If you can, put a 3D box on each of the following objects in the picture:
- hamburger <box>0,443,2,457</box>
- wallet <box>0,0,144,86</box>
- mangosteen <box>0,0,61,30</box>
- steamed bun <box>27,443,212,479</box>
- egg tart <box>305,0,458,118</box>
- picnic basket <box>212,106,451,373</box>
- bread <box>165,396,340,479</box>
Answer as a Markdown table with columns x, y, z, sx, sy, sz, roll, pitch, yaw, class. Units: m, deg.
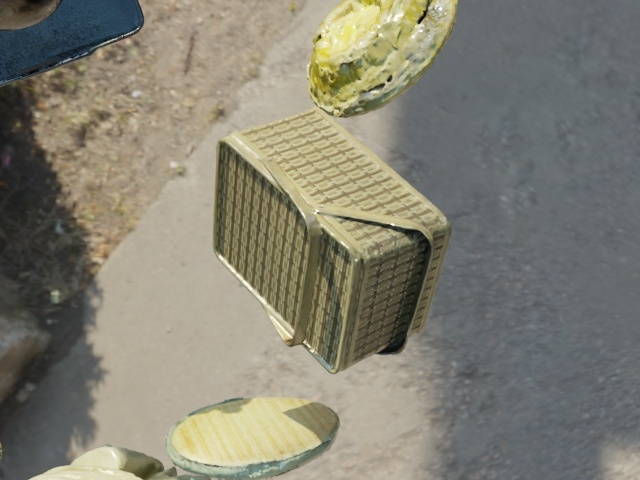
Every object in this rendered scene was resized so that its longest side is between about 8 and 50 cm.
| x | y | z | sx | sy | sz | roll | pitch | yaw | class |
| --- | --- | --- | --- | --- | --- | --- | --- | --- | --- |
| -0.692 | 0.368 | 1.915 | 0.102 | 0.087 | 0.176 | -11 | 123 | 31 | hamburger |
| -0.449 | -0.353 | 1.576 | 0.318 | 0.045 | 0.172 | -23 | 111 | -5 | wallet |
| -0.424 | -0.393 | 1.353 | 0.217 | 0.192 | 0.192 | -25 | 73 | 58 | mangosteen |
| -0.192 | 0.303 | 0.877 | 0.203 | 0.289 | 0.276 | 34 | 115 | 39 | steamed bun |
| 0.074 | -0.299 | 1.459 | 0.279 | 0.095 | 0.279 | -30 | 38 | 26 | egg tart |
| 0.000 | 0.000 | 1.330 | 0.313 | 0.175 | 0.228 | 44 | 141 | 33 | picnic basket |
| -0.101 | 0.299 | 1.515 | 0.267 | 0.267 | 0.040 | 2 | 105 | 27 | bread |
